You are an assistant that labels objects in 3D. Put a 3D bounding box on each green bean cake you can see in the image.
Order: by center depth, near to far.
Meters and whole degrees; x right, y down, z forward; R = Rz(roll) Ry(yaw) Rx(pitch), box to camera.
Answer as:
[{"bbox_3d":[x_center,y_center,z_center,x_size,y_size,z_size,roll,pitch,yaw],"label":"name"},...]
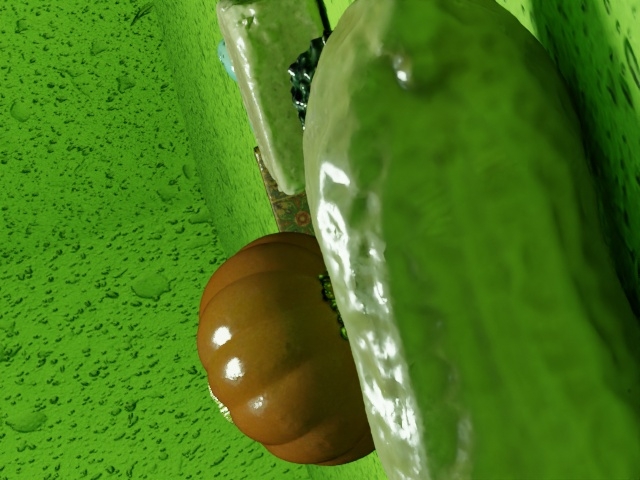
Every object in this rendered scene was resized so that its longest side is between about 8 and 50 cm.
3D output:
[{"bbox_3d":[-0.029,-0.140,1.702,0.109,0.085,0.179,-122,14,-69],"label":"green bean cake"}]

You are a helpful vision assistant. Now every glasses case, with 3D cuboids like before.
[{"bbox_3d":[0.000,0.000,1.914,0.049,0.075,0.218,-122,14,-77],"label":"glasses case"}]

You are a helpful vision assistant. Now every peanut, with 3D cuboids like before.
[{"bbox_3d":[0.077,0.016,0.943,0.152,0.152,0.313,-147,36,-80],"label":"peanut"}]

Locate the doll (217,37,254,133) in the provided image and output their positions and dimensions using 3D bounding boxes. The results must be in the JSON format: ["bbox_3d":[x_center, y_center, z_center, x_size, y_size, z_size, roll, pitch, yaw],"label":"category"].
[{"bbox_3d":[-0.067,-0.179,2.068,0.159,0.059,0.158,76,171,-48],"label":"doll"}]

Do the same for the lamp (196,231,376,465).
[{"bbox_3d":[-0.011,0.098,1.739,0.223,0.196,0.223,36,-145,-31],"label":"lamp"}]

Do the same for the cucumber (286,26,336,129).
[{"bbox_3d":[0.074,0.013,1.189,0.096,0.096,0.359,79,171,-52],"label":"cucumber"}]
